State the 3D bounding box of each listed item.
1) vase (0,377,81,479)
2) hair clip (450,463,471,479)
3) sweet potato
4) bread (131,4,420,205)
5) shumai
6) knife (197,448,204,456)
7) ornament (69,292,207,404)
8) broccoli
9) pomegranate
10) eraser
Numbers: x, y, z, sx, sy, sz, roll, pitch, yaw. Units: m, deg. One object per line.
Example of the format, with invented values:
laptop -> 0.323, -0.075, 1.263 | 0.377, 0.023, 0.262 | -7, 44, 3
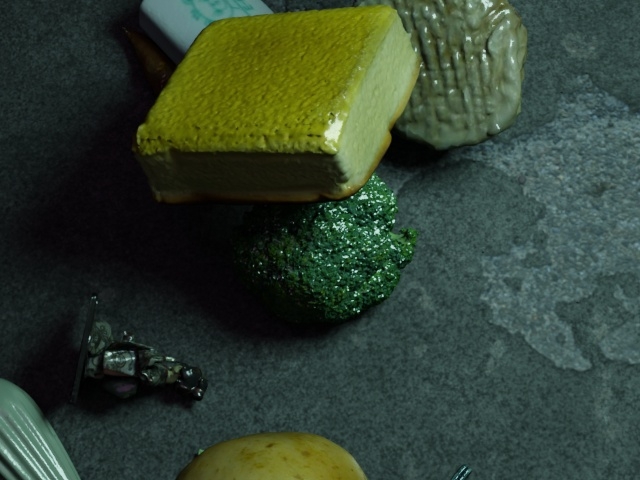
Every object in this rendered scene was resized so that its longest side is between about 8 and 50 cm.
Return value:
vase -> -0.417, 0.315, 1.604 | 0.128, 0.128, 0.248 | -40, 79, -14
hair clip -> 0.161, 0.412, 1.568 | 0.070, 0.039, 0.230 | 14, 66, 11
sweet potato -> -0.244, -0.248, 1.872 | 0.066, 0.072, 0.314 | -25, 68, -22
bread -> -0.061, -0.190, 1.592 | 0.333, 0.143, 0.324 | 2, 45, 27
shumai -> 0.194, -0.317, 1.773 | 0.267, 0.262, 0.314 | -28, 101, 25
knife -> -0.153, 0.394, 1.607 | 0.030, 0.014, 0.207 | -13, 66, -7
ornament -> -0.255, 0.171, 1.657 | 0.196, 0.166, 0.153 | 13, 88, -11
broccoli -> 0.000, 0.000, 1.680 | 0.269, 0.261, 0.242 | -35, 34, 29
pomegranate -> -0.061, 0.375, 1.459 | 0.307, 0.307, 0.307 | -1, 66, 3
eraser -> -0.143, -0.319, 1.876 | 0.189, 0.104, 0.290 | -34, 67, -24
